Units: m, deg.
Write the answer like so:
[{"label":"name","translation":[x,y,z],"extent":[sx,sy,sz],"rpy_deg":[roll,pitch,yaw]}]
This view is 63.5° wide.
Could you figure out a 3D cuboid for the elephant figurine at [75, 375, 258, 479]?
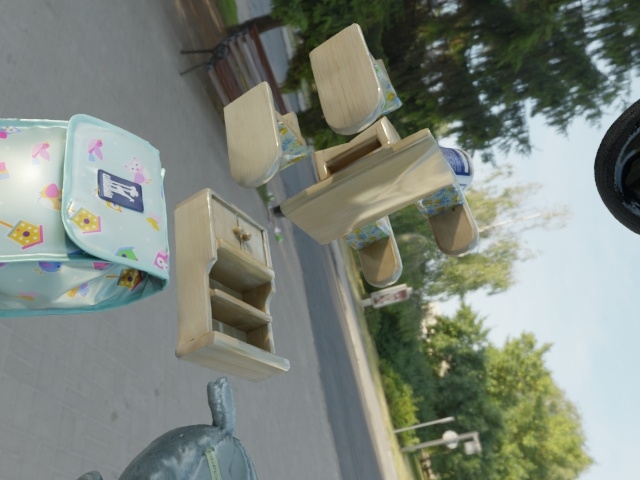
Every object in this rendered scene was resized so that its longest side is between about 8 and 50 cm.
[{"label":"elephant figurine","translation":[-0.154,0.261,0.413],"extent":[0.169,0.239,0.186],"rpy_deg":[55,33,9]}]

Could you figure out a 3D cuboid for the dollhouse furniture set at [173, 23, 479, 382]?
[{"label":"dollhouse furniture set","translation":[0.000,0.000,0.718],"extent":[0.362,0.394,0.256],"rpy_deg":[38,33,-51]}]

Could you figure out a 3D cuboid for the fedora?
[{"label":"fedora","translation":[0.704,-0.160,0.981],"extent":[0.152,0.334,0.333],"rpy_deg":[-32,108,-59]}]

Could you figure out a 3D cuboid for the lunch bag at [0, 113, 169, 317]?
[{"label":"lunch bag","translation":[-0.319,-0.031,0.626],"extent":[0.160,0.263,0.223],"rpy_deg":[113,-33,-52]}]

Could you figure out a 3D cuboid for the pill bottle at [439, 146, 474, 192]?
[{"label":"pill bottle","translation":[0.203,-0.132,0.974],"extent":[0.170,0.094,0.094],"rpy_deg":[-2,71,-39]}]
